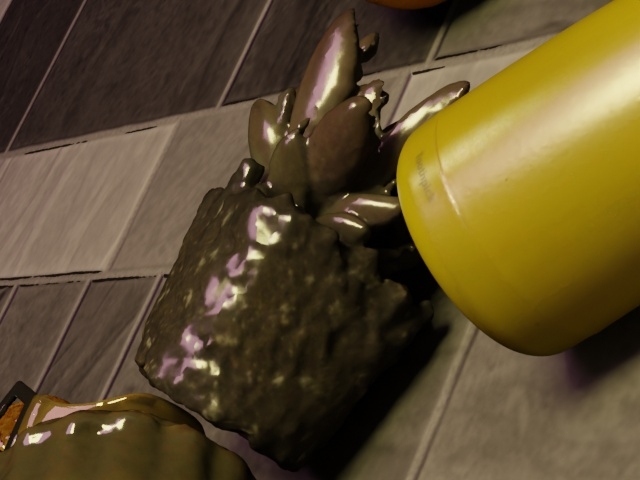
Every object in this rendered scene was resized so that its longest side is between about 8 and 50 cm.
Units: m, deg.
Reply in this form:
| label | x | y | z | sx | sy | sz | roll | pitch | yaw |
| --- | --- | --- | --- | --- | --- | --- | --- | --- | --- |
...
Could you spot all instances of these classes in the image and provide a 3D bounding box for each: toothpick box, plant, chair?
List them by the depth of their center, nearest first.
| label | x | y | z | sx | sy | sz | roll | pitch | yaw |
| --- | --- | --- | --- | --- | --- | --- | --- | --- | --- |
| toothpick box | 0.197 | -0.061 | 1.104 | 0.271 | 0.175 | 0.175 | -35 | 34 | 27 |
| plant | 0.000 | 0.000 | 1.331 | 0.321 | 0.181 | 0.194 | -56 | 23 | -5 |
| chair | -0.212 | 0.218 | 1.442 | 0.247 | 0.158 | 0.172 | -60 | 32 | -5 |

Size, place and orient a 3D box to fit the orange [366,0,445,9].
| label | x | y | z | sx | sy | sz | roll | pitch | yaw |
| --- | --- | --- | --- | --- | --- | --- | --- | --- | --- |
| orange | 0.083 | -0.299 | 1.529 | 0.224 | 0.170 | 0.224 | -21 | 33 | 15 |

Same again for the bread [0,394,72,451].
| label | x | y | z | sx | sy | sz | roll | pitch | yaw |
| --- | --- | --- | --- | --- | --- | --- | --- | --- | --- |
| bread | -0.291 | 0.224 | 1.656 | 0.193 | 0.064 | 0.193 | -35 | 33 | 27 |

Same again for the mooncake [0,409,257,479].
| label | x | y | z | sx | sy | sz | roll | pitch | yaw |
| --- | --- | --- | --- | --- | --- | --- | --- | --- | --- |
| mooncake | -0.145 | 0.223 | 1.272 | 0.228 | 0.228 | 0.124 | -38 | 26 | 29 |
